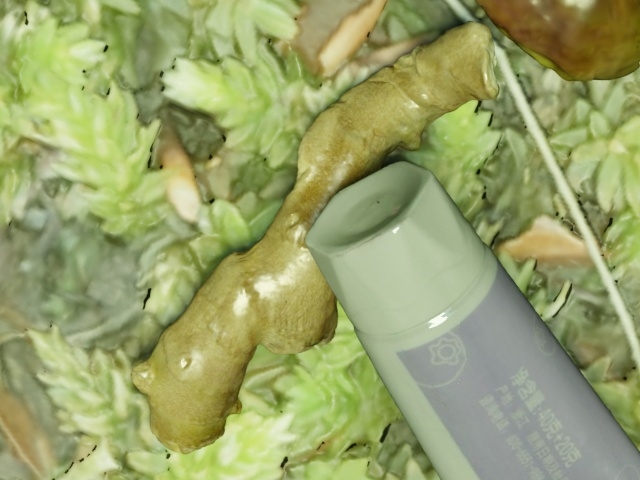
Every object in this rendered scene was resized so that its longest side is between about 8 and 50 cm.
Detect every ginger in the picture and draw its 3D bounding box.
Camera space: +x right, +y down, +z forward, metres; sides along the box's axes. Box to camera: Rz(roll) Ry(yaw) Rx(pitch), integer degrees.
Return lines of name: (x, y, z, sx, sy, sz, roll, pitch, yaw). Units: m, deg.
ginger: (0.000, 0.000, 0.976, 0.089, 0.075, 0.288, 38, 96, -20)

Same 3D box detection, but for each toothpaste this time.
toothpaste: (0.117, 0.124, 0.973, 0.125, 0.080, 0.371, -34, 113, 1)

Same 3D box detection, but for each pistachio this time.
pistachio: (0.117, -0.156, 0.969, 0.173, 0.049, 0.089, 41, 93, -8)
